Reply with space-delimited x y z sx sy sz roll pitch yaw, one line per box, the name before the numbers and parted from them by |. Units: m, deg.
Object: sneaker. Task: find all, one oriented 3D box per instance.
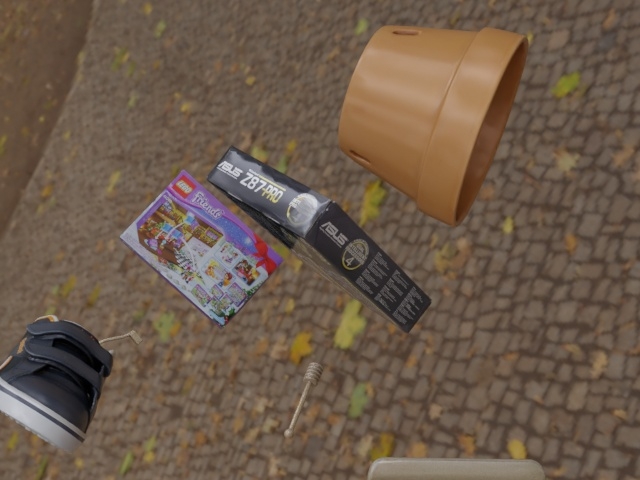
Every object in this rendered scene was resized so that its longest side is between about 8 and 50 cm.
sneaker | -0.318 0.159 1.215 0.127 0.126 0.321 -55 16 -11

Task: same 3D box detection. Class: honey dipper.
honey dipper | -0.034 0.296 1.880 0.030 0.030 0.160 -27 29 45

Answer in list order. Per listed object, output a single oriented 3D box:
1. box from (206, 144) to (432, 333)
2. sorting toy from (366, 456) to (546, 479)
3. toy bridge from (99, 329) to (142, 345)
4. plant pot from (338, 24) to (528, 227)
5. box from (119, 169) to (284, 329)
box | 0.000 0.000 1.954 0.097 0.395 0.318 -52 44 -4
sorting toy | 0.201 0.343 1.271 0.041 0.307 0.229 -92 5 -48
toy bridge | -0.503 0.269 2.347 0.188 0.063 0.026 -40 1 -19
plant pot | 0.156 -0.187 1.486 0.291 0.204 0.290 21 -90 -76
box | -0.252 0.020 2.174 0.201 0.293 0.057 -48 1 -12
